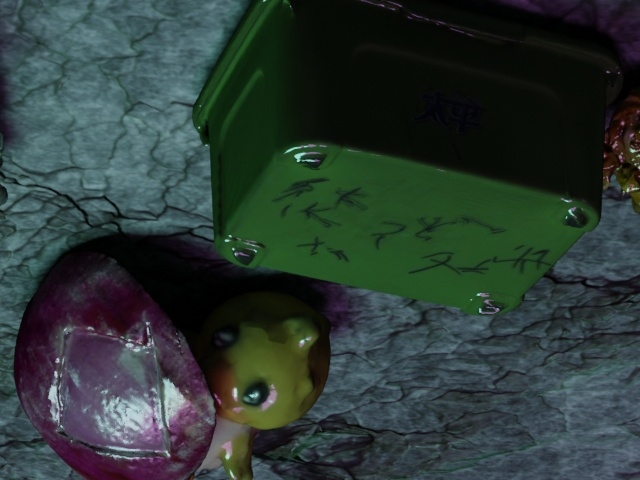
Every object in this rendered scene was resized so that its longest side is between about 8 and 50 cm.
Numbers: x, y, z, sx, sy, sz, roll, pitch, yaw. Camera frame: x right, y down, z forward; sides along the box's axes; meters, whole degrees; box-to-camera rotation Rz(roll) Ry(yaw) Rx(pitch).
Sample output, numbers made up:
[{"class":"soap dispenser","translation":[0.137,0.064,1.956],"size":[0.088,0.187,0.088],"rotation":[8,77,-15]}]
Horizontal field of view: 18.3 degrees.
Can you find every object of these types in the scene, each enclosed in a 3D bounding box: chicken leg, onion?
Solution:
[{"class":"chicken leg","translation":[0.290,-0.064,1.749],"size":[0.085,0.101,0.207],"rotation":[29,163,16]},{"class":"onion","translation":[-0.224,0.145,1.978],"size":[0.111,0.250,0.247],"rotation":[-30,168,-35]}]

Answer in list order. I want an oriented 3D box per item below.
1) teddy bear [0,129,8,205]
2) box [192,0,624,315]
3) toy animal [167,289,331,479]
[{"class":"teddy bear","translation":[-0.343,-0.049,1.799],"size":[0.133,0.111,0.213],"rotation":[35,124,22]},{"class":"box","translation":[0.068,-0.068,1.671],"size":[0.329,0.177,0.253],"rotation":[13,148,-16]},{"class":"toy animal","translation":[-0.088,0.144,2.052],"size":[0.169,0.195,0.281],"rotation":[-25,172,-38]}]
